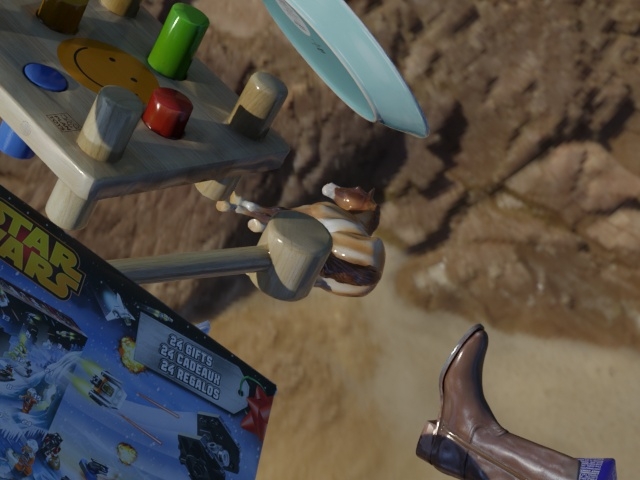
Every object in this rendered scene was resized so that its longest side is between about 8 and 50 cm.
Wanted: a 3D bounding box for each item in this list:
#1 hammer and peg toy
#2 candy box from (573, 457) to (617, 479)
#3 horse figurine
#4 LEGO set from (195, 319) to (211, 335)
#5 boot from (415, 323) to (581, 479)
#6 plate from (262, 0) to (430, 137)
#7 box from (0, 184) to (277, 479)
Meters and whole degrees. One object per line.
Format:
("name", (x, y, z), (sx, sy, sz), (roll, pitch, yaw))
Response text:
("hammer and peg toy", (-0.150, -0.100, 1.276), (0.361, 0.266, 0.127), (45, 121, 23))
("candy box", (0.180, 0.352, 1.260), (0.122, 0.317, 0.268), (-3, 102, 19))
("horse figurine", (0.000, 0.000, 1.519), (0.174, 0.263, 0.066), (12, 107, -18))
("LEGO set", (-0.188, 0.171, 1.199), (0.060, 0.244, 0.182), (44, 130, 26))
("boot", (0.126, 0.122, 0.988), (0.114, 0.037, 0.106), (27, 111, 30))
("plate", (0.004, -0.135, 1.043), (0.024, 0.188, 0.188), (-41, 104, -3))
("box", (-0.076, 0.044, 0.404), (0.137, 0.094, 0.027), (39, 133, -26))
